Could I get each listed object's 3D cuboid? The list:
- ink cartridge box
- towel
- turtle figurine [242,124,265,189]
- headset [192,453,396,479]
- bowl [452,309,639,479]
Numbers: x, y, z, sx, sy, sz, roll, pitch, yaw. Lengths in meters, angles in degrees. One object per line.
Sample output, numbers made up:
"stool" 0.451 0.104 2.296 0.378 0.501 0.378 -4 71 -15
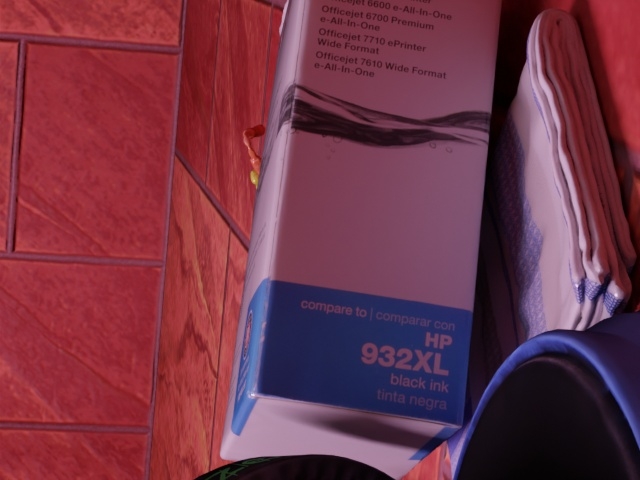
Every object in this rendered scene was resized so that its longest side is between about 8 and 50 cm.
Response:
"ink cartridge box" 0.024 -0.019 1.143 0.223 0.129 0.307 112 165 -73
"towel" 0.113 0.029 1.053 0.285 0.034 0.209 107 163 -50
"turtle figurine" 0.000 0.000 1.480 0.269 0.087 0.217 -149 55 -67
"headset" -0.004 0.317 1.036 0.185 0.243 0.394 -15 96 54
"bowl" 0.128 0.223 0.813 0.391 0.077 0.391 -176 90 -78
